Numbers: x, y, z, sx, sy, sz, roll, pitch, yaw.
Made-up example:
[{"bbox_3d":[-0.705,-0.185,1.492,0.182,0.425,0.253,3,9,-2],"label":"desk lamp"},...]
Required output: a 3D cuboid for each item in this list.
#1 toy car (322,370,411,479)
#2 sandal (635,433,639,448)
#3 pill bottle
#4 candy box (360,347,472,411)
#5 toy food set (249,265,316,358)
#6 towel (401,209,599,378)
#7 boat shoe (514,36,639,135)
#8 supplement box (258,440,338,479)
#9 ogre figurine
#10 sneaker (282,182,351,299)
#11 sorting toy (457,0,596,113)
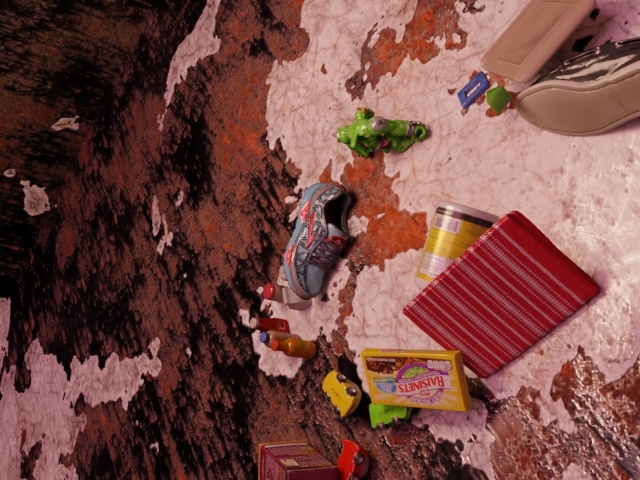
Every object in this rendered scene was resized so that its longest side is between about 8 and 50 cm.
[{"bbox_3d":[0.100,0.348,1.645,0.225,0.053,0.239,-31,56,41],"label":"toy car"},{"bbox_3d":[0.515,0.221,1.151,0.060,0.090,0.219,49,116,28],"label":"sandal"},{"bbox_3d":[0.236,0.042,1.522,0.119,0.119,0.209,21,95,52],"label":"pill bottle"},{"bbox_3d":[0.167,0.245,1.514,0.206,0.027,0.105,-5,105,41],"label":"candy box"},{"bbox_3d":[-0.092,0.160,1.899,0.111,0.104,0.232,-35,53,40],"label":"toy food set"},{"bbox_3d":[0.292,0.095,1.407,0.275,0.199,0.031,-46,7,32],"label":"towel"},{"bbox_3d":[0.454,-0.258,1.357,0.113,0.127,0.340,-57,18,-19],"label":"boat shoe"},{"bbox_3d":[-0.048,0.465,1.701,0.188,0.104,0.081,-171,82,-69],"label":"supplement box"},{"bbox_3d":[0.113,-0.217,1.756,0.197,0.118,0.097,20,95,51],"label":"ogre figurine"},{"bbox_3d":[0.000,0.000,1.840,0.125,0.104,0.262,3,81,49],"label":"sneaker"},{"bbox_3d":[0.381,-0.351,1.482,0.348,0.047,0.196,-50,20,9],"label":"sorting toy"}]
